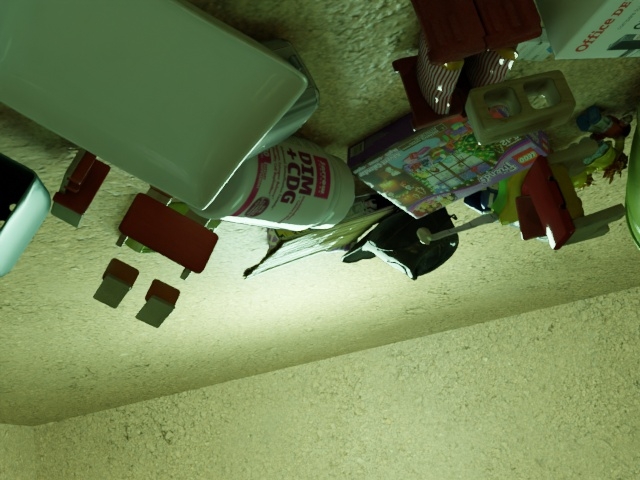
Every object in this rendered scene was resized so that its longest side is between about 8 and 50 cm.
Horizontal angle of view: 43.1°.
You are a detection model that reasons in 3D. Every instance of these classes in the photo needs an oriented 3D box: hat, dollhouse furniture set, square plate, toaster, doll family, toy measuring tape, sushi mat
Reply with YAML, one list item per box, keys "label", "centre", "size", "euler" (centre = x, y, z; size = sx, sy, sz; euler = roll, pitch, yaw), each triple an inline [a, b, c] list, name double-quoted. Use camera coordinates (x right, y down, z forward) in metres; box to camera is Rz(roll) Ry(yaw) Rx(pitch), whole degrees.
- label: "hat"
  centre: [0.209, 0.005, 1.740]
  size: [0.331, 0.134, 0.331]
  euler: [-33, 170, -6]
- label: "dollhouse furniture set"
  centre: [0.224, -0.144, 1.053]
  size: [0.152, 0.374, 0.201]
  euler: [-15, 160, -5]
- label: "square plate"
  centre: [-0.224, -0.196, 0.936]
  size: [0.344, 0.049, 0.347]
  euler: [30, 147, -14]
- label: "toaster"
  centre: [-0.105, -0.177, 1.092]
  size: [0.146, 0.129, 0.227]
  euler: [-28, 176, -35]
- label: "doll family"
  centre: [0.504, -0.151, 1.589]
  size: [0.163, 0.118, 0.263]
  euler: [9, 155, -41]
- label: "toy measuring tape"
  centre: [0.330, -0.090, 1.495]
  size: [0.330, 0.121, 0.121]
  euler: [-16, 162, 0]
- label: "dollhouse furniture set"
  centre: [-0.288, -0.037, 1.292]
  size: [0.259, 0.262, 0.135]
  euler: [29, 146, -14]
- label: "sushi mat"
  centre: [0.000, 0.000, 1.546]
  size: [0.316, 0.019, 0.151]
  euler: [-18, 166, -44]

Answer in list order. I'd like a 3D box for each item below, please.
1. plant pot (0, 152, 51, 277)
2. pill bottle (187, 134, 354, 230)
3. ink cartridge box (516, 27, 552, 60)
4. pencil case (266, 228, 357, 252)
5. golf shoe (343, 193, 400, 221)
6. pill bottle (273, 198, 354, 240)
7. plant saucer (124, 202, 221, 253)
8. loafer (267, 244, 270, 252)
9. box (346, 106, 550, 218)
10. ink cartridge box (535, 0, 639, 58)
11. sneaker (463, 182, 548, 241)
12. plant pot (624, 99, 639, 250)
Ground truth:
- label: "plant pot"
  centre: [-0.499, -0.041, 1.184]
  size: [0.165, 0.166, 0.234]
  euler: [30, 169, 0]
- label: "pill bottle"
  centre: [-0.078, -0.099, 1.329]
  size: [0.160, 0.160, 0.283]
  euler: [-24, 161, 34]
- label: "ink cartridge box"
  centre: [0.305, -0.291, 1.199]
  size: [0.083, 0.028, 0.048]
  euler: [-3, 160, -24]
- label: "pencil case"
  centre: [-0.012, -0.016, 1.739]
  size: [0.206, 0.086, 0.088]
  euler: [-2, 168, -26]
- label: "golf shoe"
  centre: [0.081, -0.065, 1.691]
  size: [0.186, 0.067, 0.086]
  euler: [-16, 159, -15]
- label: "pill bottle"
  centre: [-0.013, -0.058, 1.588]
  size: [0.103, 0.103, 0.184]
  euler: [1, 158, -32]
- label: "plant saucer"
  centre: [-0.291, -0.019, 1.631]
  size: [0.188, 0.045, 0.188]
  euler: [-2, 159, -25]
- label: "loafer"
  centre: [-0.100, 0.032, 1.879]
  size: [0.050, 0.056, 0.148]
  euler: [-20, 161, 5]
- label: "box"
  centre: [0.219, -0.153, 1.416]
  size: [0.201, 0.057, 0.293]
  euler: [30, 139, -35]
- label: "ink cartridge box"
  centre: [0.442, -0.331, 1.026]
  size: [0.273, 0.114, 0.197]
  euler: [-5, 161, -16]
- label: "sneaker"
  centre: [0.398, -0.064, 1.662]
  size: [0.131, 0.112, 0.296]
  euler: [7, -176, -19]
- label: "plant pot"
  centre: [0.710, -0.146, 1.439]
  size: [0.366, 0.366, 0.353]
  euler: [-18, 149, 20]
